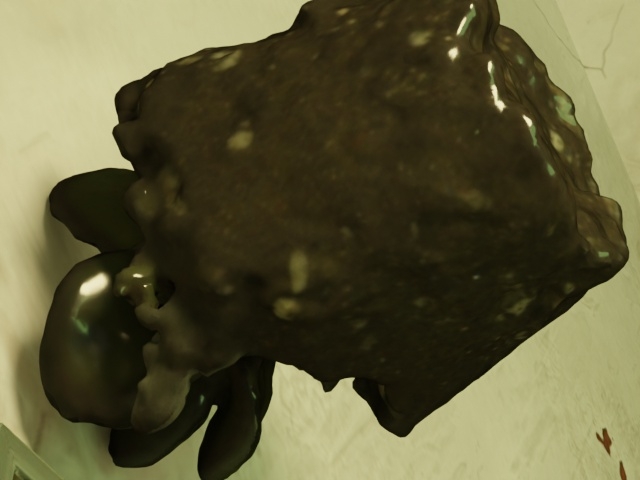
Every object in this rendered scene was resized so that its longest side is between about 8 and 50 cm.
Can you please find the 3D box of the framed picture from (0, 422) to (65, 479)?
[{"bbox_3d":[-0.094,0.254,0.756,0.231,0.018,0.293,52,26,-39],"label":"framed picture"}]

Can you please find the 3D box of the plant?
[{"bbox_3d":[0.000,0.000,0.887,0.188,0.276,0.199,49,19,-51],"label":"plant"}]
